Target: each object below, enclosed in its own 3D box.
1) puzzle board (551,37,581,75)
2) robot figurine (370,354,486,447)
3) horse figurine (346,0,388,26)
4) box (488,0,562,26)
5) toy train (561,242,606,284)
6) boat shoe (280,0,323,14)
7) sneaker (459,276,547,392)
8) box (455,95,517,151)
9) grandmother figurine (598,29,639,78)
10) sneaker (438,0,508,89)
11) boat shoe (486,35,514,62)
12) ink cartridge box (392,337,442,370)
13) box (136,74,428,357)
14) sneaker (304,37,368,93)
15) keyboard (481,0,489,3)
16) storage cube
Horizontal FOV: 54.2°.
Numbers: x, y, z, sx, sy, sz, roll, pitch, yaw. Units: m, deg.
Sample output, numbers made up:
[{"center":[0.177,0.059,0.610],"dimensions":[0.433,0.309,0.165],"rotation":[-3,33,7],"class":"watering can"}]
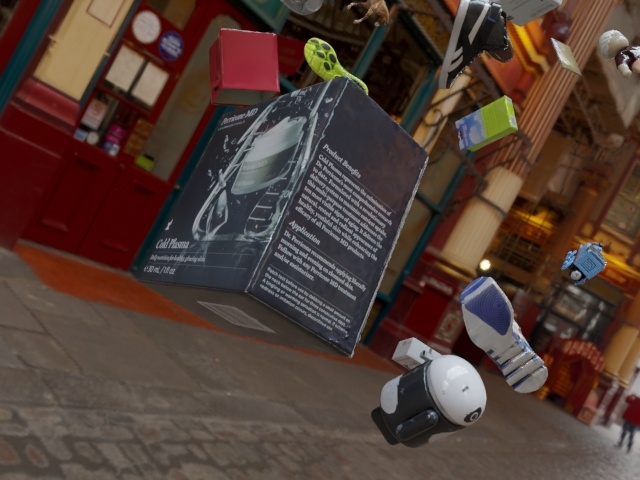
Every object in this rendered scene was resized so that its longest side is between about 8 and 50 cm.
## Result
[{"center":[0.804,-0.601,2.051],"dimensions":[0.096,0.128,0.011],"rotation":[9,-33,-32],"class":"puzzle board"},{"center":[0.255,0.383,1.468],"dimensions":[0.173,0.278,0.209],"rotation":[34,37,-29],"class":"robot figurine"},{"center":[0.165,-0.878,2.195],"dimensions":[0.174,0.264,0.066],"rotation":[-21,22,-26],"class":"horse figurine"},{"center":[0.555,-0.689,1.633],"dimensions":[0.119,0.182,0.181],"rotation":[22,-6,-15],"class":"box"},{"center":[0.738,0.058,1.740],"dimensions":[0.080,0.105,0.184],"rotation":[50,31,7],"class":"toy train"},{"center":[-0.050,-0.652,1.513],"dimensions":[0.103,0.118,0.320],"rotation":[33,-8,21],"class":"boat shoe"},{"center":[0.442,0.228,1.596],"dimensions":[0.316,0.127,0.182],"rotation":[56,6,-16],"class":"sneaker"},{"center":[0.496,-0.345,1.878],"dimensions":[0.042,0.109,0.178],"rotation":[13,-26,-41],"class":"box"},{"center":[1.029,-0.570,1.991],"dimensions":[0.207,0.104,0.342],"rotation":[-12,46,-29],"class":"grandmother figurine"},{"center":[0.327,-0.397,1.318],"dimensions":[0.121,0.079,0.217],"rotation":[15,-37,7],"class":"sneaker"},{"center":[0.632,-0.758,2.314],"dimensions":[0.257,0.095,0.095],"rotation":[45,20,-18],"class":"boat shoe"},{"center":[0.277,0.329,1.706],"dimensions":[0.135,0.056,0.099],"rotation":[33,-25,-7],"class":"ink cartridge box"},{"center":[-0.089,-0.044,1.365],"dimensions":[0.297,0.472,0.479],"rotation":[37,-23,-32],"class":"box"},{"center":[0.045,-0.610,2.298],"dimensions":[0.295,0.109,0.123],"rotation":[46,-6,-10],"class":"sneaker"},{"center":[0.469,-0.712,1.850],"dimensions":[0.180,0.108,0.023],"rotation":[13,-37,-24],"class":"keyboard"},{"center":[-0.248,-0.553,2.026],"dimensions":[0.214,0.193,0.183],"rotation":[-2,-4,-21],"class":"storage cube"}]
